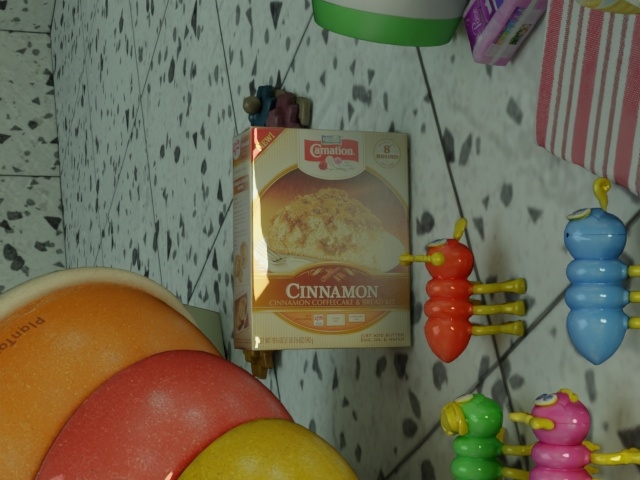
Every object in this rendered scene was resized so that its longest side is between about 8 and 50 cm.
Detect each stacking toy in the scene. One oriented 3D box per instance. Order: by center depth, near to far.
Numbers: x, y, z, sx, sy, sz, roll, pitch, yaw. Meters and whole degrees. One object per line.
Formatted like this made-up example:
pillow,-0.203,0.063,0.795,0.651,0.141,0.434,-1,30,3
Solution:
stacking toy,-0.080,0.237,0.913,0.480,0.350,0.351,17,108,40

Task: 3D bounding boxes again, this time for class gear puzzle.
gear puzzle,-0.070,-0.007,1.367,0.175,0.044,0.339,-145,58,-67

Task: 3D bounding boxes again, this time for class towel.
towel,0.182,-0.106,0.696,0.197,0.029,0.144,-135,49,-67

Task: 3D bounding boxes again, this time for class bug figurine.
bug figurine,0.129,0.081,0.768,0.279,0.072,0.216,163,107,-69

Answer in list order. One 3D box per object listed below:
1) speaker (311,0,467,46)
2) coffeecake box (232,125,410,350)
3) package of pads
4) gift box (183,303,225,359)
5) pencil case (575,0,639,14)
speaker,0.068,-0.299,0.872,0.131,0.131,0.297,-129,44,-61
coffeecake box,0.000,0.000,1.024,0.068,0.142,0.186,168,102,-71
package of pads,0.130,-0.166,0.830,0.083,0.032,0.050,121,147,-55
gift box,-0.239,0.230,1.554,0.255,0.276,0.258,-53,35,39
pencil case,0.201,-0.147,0.458,0.273,0.124,0.113,14,128,61
